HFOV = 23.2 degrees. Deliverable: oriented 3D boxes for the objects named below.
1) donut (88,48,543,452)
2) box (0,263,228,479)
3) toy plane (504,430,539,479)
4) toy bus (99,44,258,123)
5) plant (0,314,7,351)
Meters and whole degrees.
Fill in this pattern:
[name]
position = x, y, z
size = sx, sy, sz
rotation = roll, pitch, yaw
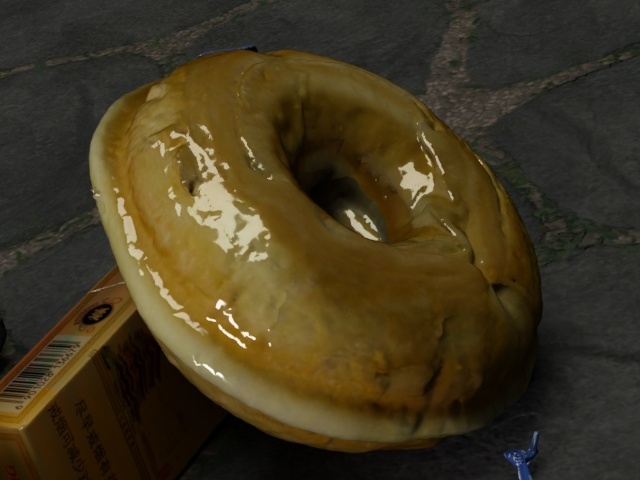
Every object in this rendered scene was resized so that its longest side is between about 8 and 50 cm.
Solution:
[donut]
position = 0.000, 0.000, 1.378
size = 0.449, 0.198, 0.449
rotation = 20, 37, -15
[box]
position = -0.187, 0.151, 1.404
size = 0.076, 0.174, 0.274
rotation = 2, 33, 31
[toy plane]
position = 0.170, 0.212, 1.233
size = 0.062, 0.054, 0.167
rotation = 8, 28, -7
[toy bus]
position = -0.183, -0.142, 2.005
size = 0.133, 0.125, 0.292
rotation = 3, 32, 37
[plant]
position = -0.442, 0.089, 1.720
size = 0.194, 0.129, 0.132
rotation = 16, 39, 42
